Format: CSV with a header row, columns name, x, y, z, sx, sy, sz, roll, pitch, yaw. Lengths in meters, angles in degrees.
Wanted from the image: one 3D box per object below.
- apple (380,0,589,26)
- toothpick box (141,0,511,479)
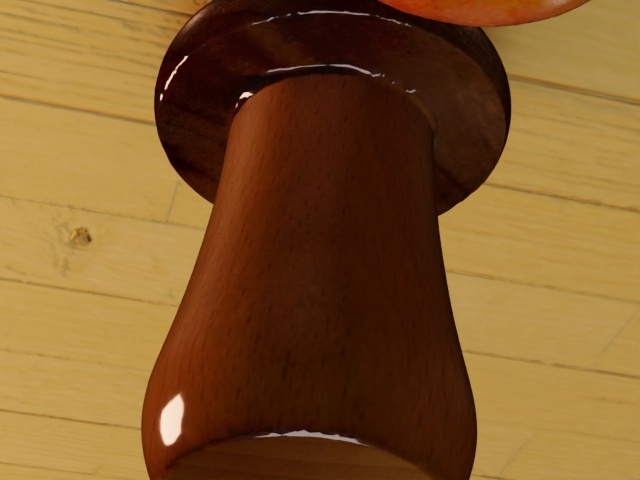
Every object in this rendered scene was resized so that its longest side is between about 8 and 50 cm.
name,x,y,z,sx,sy,sz,roll,pitch,yaw
apple,0.062,-0.183,0.548,0.209,0.164,0.209,-1,146,0
toothpick box,0.000,0.000,0.693,0.192,0.294,0.192,3,144,2
